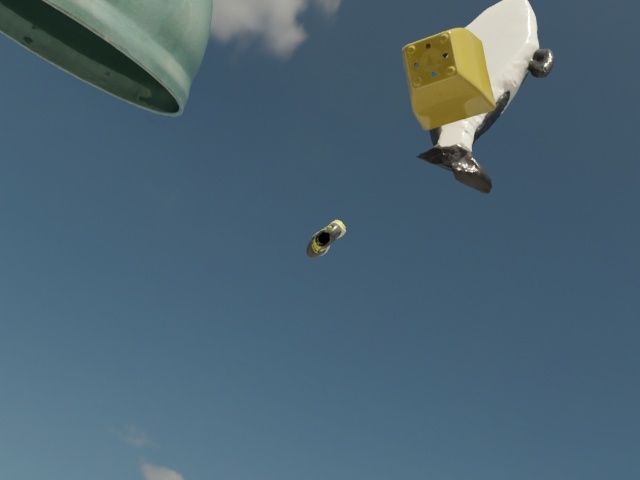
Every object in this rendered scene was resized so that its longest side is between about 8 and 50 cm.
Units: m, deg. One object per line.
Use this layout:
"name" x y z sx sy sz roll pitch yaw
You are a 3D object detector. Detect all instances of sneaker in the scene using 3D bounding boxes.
"sneaker" 0.000 0.000 0.978 0.031 0.035 0.083 52 -49 9

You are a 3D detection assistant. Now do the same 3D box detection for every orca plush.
"orca plush" 0.203 -0.163 0.823 0.151 0.287 0.102 -1 -37 18

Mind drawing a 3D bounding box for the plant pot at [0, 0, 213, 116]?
"plant pot" -0.230 -0.289 0.708 0.293 0.196 0.293 26 -6 3

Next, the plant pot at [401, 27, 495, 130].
"plant pot" 0.124 -0.170 0.699 0.081 0.082 0.083 -14 -11 24
